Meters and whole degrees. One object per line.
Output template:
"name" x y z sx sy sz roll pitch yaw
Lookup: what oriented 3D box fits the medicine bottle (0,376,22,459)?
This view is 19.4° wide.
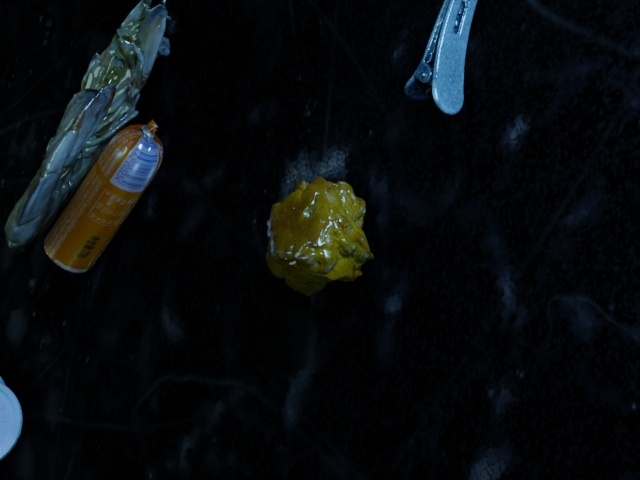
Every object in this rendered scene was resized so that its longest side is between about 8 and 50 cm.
"medicine bottle" -0.491 0.212 2.473 0.225 0.139 0.139 20 96 56

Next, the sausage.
"sausage" -0.254 -0.060 2.273 0.234 0.071 0.071 -51 41 34

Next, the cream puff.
"cream puff" 0.000 0.000 1.864 0.122 0.094 0.116 -42 46 9

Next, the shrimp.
"shrimp" -0.283 -0.138 2.263 0.360 0.085 0.247 -57 4 13

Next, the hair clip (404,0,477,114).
"hair clip" 0.140 -0.235 1.775 0.070 0.039 0.230 30 103 57
